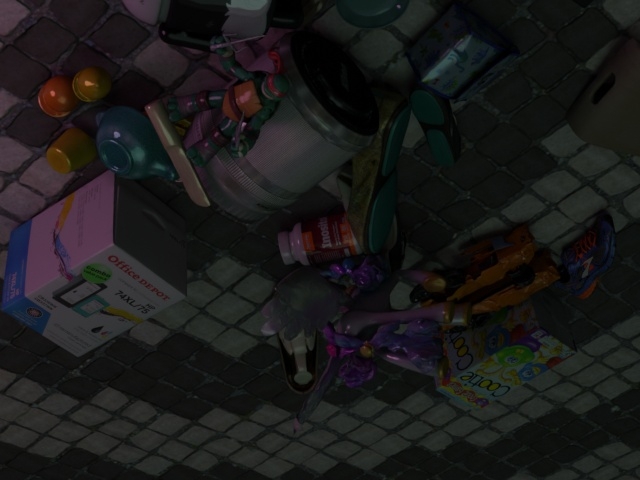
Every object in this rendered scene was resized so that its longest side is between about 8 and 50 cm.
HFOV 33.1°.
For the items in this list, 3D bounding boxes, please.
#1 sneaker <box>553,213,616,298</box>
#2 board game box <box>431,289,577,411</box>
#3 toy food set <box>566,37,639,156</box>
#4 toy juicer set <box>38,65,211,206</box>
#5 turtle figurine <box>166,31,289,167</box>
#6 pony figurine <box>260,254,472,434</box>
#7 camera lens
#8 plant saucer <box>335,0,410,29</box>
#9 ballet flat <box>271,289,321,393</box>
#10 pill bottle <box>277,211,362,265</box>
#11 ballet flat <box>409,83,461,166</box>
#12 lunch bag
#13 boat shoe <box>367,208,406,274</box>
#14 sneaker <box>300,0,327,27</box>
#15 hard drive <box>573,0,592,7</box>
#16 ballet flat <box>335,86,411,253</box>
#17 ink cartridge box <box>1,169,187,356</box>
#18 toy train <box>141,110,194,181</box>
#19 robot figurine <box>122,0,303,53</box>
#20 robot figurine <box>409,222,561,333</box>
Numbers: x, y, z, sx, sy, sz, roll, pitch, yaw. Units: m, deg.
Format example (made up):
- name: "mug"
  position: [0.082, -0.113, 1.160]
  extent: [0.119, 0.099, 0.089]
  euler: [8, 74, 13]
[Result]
- name: "sneaker"
  position: [0.530, 0.034, 2.164]
  extent: [0.087, 0.083, 0.221]
  euler: [10, 132, -6]
- name: "board game box"
  position: [0.382, 0.226, 2.304]
  extent: [0.275, 0.142, 0.144]
  euler: [-37, 130, 29]
- name: "toy food set"
  position: [0.614, -0.242, 1.879]
  extent: [0.306, 0.092, 0.219]
  euler: [11, 146, -17]
- name: "toy juicer set"
  position: [-0.311, -0.186, 1.736]
  extent: [0.329, 0.089, 0.209]
  euler: [14, 129, 26]
- name: "turtle figurine"
  position: [-0.122, -0.201, 1.582]
  extent: [0.118, 0.175, 0.234]
  euler: [-1, 164, -44]
- name: "pony figurine"
  position: [0.066, 0.160, 1.994]
  extent: [0.364, 0.351, 0.302]
  euler: [5, 120, 20]
- name: "camera lens"
  position: [-0.060, -0.186, 1.741]
  extent: [0.274, 0.219, 0.219]
  euler: [-36, 130, 28]
- name: "plant saucer"
  position: [0.081, -0.385, 1.688]
  extent: [0.119, 0.021, 0.119]
  euler: [-4, 137, -4]
- name: "ballet flat"
  position: [-0.042, 0.214, 2.265]
  extent: [0.108, 0.106, 0.316]
  euler: [-8, 137, 1]
- name: "pill bottle"
  position: [0.000, 0.000, 2.051]
  extent: [0.152, 0.086, 0.086]
  euler: [-13, 137, 7]
- name: "ballet flat"
  position: [0.203, -0.215, 1.859]
  extent: [0.074, 0.074, 0.203]
  euler: [-16, 139, 11]
- name: "lunch bag"
  position: [0.237, -0.295, 1.761]
  extent: [0.151, 0.096, 0.129]
  euler: [18, 131, -44]
- name: "boat shoe"
  position: [0.133, -0.002, 2.101]
  extent: [0.065, 0.075, 0.206]
  euler: [-37, 143, -33]
- name: "sneaker"
  position: [-0.002, -0.410, 1.634]
  extent: [0.071, 0.066, 0.188]
  euler: [33, 121, -14]
- name: "hard drive"
  position: [0.399, -0.429, 1.681]
  extent: [0.135, 0.022, 0.094]
  euler: [25, 129, -30]
- name: "ballet flat"
  position: [0.083, -0.127, 1.913]
  extent: [0.123, 0.123, 0.348]
  euler: [-1, 135, -7]
- name: "ink cartridge box"
  position: [-0.406, 0.041, 1.961]
  extent: [0.270, 0.197, 0.198]
  euler: [-29, 134, 22]
- name: "toy train"
  position: [-0.260, -0.180, 1.856]
  extent: [0.125, 0.046, 0.166]
  euler: [-24, 132, 20]
- name: "robot figurine"
  position: [-0.155, -0.384, 1.555]
  extent: [0.278, 0.173, 0.209]
  euler: [6, 93, -14]
- name: "robot figurine"
  position: [0.324, 0.086, 2.188]
  extent: [0.291, 0.085, 0.211]
  euler: [-27, 133, 20]
